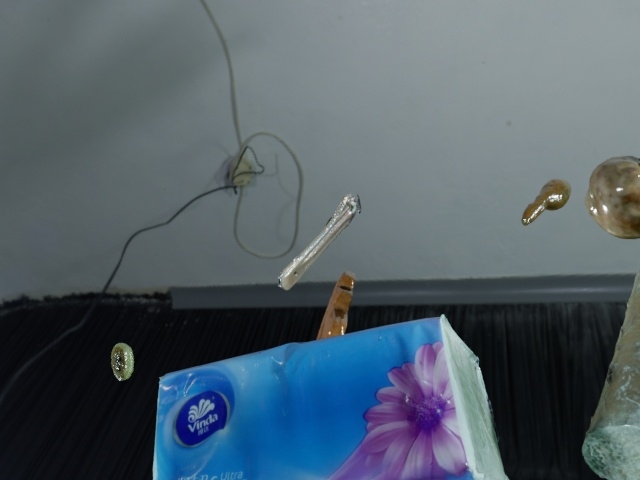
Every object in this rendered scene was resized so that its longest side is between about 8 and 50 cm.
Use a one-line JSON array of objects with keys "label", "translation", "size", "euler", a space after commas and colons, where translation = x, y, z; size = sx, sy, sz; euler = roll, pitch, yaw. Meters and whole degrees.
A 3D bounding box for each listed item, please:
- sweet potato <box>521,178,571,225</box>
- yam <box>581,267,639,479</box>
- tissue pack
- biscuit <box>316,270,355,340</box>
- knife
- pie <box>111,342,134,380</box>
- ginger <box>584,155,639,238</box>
[{"label": "sweet potato", "translation": [0.597, -0.110, 1.484], "size": [0.075, 0.269, 0.074], "euler": [27, 132, 34]}, {"label": "yam", "translation": [0.330, 0.108, 0.547], "size": [0.093, 0.259, 0.093], "euler": [23, 140, 21]}, {"label": "tissue pack", "translation": [0.014, 0.173, 0.523], "size": [0.263, 0.146, 0.198], "euler": [-17, 151, 17]}, {"label": "biscuit", "translation": [0.021, 0.178, 1.166], "size": [0.043, 0.306, 0.284], "euler": [17, 137, 2]}, {"label": "knife", "translation": [-0.005, -0.001, 1.550], "size": [0.043, 0.365, 0.089], "euler": [11, 137, 40]}, {"label": "pie", "translation": [-0.439, 0.267, 1.261], "size": [0.084, 0.084, 0.021], "euler": [-30, 158, 34]}, {"label": "ginger", "translation": [0.469, -0.086, 0.688], "size": [0.304, 0.155, 0.244], "euler": [-7, 160, -33]}]
